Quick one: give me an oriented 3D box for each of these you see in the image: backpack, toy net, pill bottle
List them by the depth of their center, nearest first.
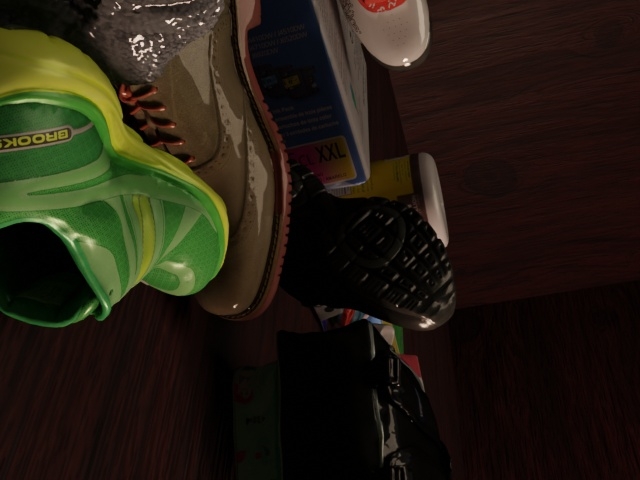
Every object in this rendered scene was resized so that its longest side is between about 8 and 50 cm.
[{"bbox_3d":[0.030,0.212,0.817,0.253,0.191,0.225,41,40,-57],"label":"backpack"},{"bbox_3d":[0.036,-0.028,1.001,0.117,0.215,0.117,-10,90,-79],"label":"pill bottle"},{"bbox_3d":[0.049,0.046,1.255,0.122,0.045,0.232,-47,152,-53],"label":"toy net"}]

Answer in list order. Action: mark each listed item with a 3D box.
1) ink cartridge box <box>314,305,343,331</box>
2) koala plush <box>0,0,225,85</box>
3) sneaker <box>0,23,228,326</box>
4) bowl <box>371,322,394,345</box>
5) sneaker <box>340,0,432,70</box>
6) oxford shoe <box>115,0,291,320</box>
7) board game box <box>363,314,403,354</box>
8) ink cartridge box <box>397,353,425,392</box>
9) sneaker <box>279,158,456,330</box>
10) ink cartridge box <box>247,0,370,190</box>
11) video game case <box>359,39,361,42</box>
[{"bbox_3d":[0.000,0.000,1.238,0.208,0.045,0.206,69,16,-50],"label":"ink cartridge box"},{"bbox_3d":[-0.133,-0.223,0.471,0.203,0.196,0.221,83,2,-63],"label":"koala plush"},{"bbox_3d":[-0.140,-0.011,0.481,0.295,0.109,0.124,53,52,-70],"label":"sneaker"},{"bbox_3d":[0.062,0.188,1.270,0.142,0.053,0.142,31,73,-74],"label":"bowl"},{"bbox_3d":[0.042,-0.308,0.865,0.145,0.090,0.270,-22,97,-78],"label":"sneaker"},{"bbox_3d":[-0.115,-0.099,0.680,0.130,0.123,0.348,-14,95,-52],"label":"oxford shoe"},{"bbox_3d":[0.086,0.098,1.518,0.242,0.064,0.317,-86,162,-51],"label":"board game box"},{"bbox_3d":[0.080,0.270,1.089,0.218,0.092,0.159,-97,-164,-58],"label":"ink cartridge box"},{"bbox_3d":[0.018,0.018,0.842,0.286,0.109,0.130,32,-36,38],"label":"sneaker"},{"bbox_3d":[-0.062,-0.280,0.909,0.270,0.151,0.395,-88,164,-50],"label":"ink cartridge box"},{"bbox_3d":[-0.021,-0.355,1.165,0.190,0.022,0.173,44,4,33],"label":"video game case"}]
